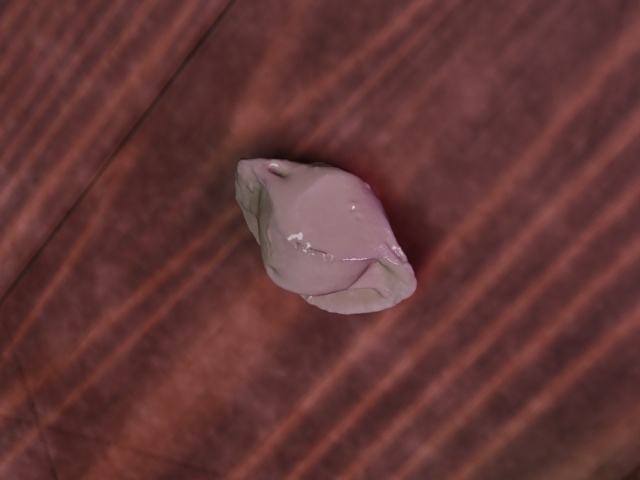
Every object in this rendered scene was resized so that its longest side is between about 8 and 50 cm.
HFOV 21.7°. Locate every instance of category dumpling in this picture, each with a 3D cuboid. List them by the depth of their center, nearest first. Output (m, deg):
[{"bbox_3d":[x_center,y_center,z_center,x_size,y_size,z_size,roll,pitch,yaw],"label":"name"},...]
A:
[{"bbox_3d":[0.001,-0.002,0.672,0.076,0.057,0.052,7,72,-2],"label":"dumpling"}]
